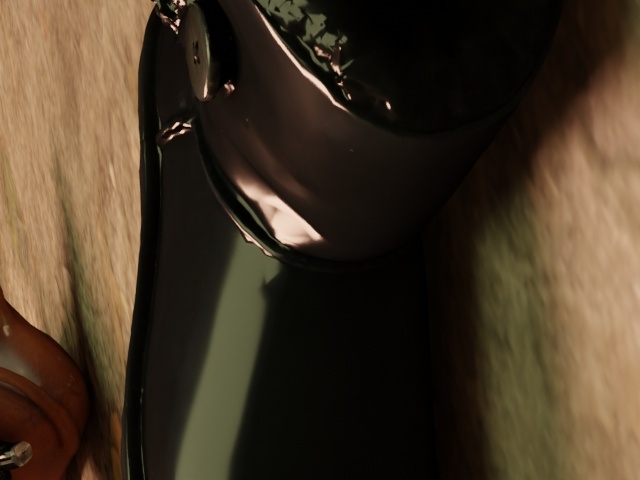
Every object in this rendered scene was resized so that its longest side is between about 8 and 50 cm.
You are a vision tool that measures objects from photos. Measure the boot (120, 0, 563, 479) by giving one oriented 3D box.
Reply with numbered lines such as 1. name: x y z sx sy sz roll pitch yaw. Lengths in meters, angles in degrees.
1. boot: 0.000 0.000 0.493 0.207 0.094 0.246 122 143 -71

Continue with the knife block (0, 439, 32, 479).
1. knife block: -0.237 0.188 1.145 0.242 0.088 0.275 40 145 22

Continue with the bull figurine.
1. bull figurine: -0.230 0.124 1.254 0.188 0.101 0.310 46 147 6
